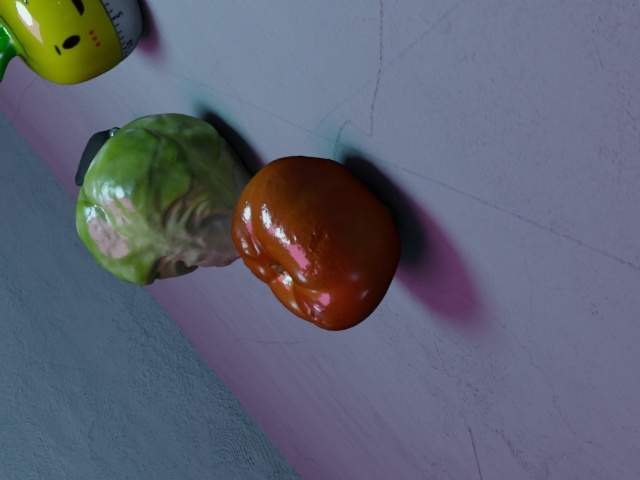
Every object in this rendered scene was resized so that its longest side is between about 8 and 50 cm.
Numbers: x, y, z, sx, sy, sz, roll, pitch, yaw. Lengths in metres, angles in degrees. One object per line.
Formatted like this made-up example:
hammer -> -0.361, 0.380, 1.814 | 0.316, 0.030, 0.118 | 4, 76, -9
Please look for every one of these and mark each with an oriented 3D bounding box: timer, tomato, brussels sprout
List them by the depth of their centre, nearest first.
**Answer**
tomato -> 0.003, 0.003, 1.543 | 0.260, 0.180, 0.260 | 45, 163, 17
timer -> -0.455, -0.359, 1.854 | 0.285, 0.285, 0.285 | 46, 161, 20
brussels sprout -> -0.249, -0.072, 1.891 | 0.242, 0.316, 0.274 | -111, 14, -74

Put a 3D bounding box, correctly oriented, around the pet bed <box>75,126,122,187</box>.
pet bed -> -0.373, -0.135, 2.238 | 0.159, 0.183, 0.211 | 55, 166, -29
